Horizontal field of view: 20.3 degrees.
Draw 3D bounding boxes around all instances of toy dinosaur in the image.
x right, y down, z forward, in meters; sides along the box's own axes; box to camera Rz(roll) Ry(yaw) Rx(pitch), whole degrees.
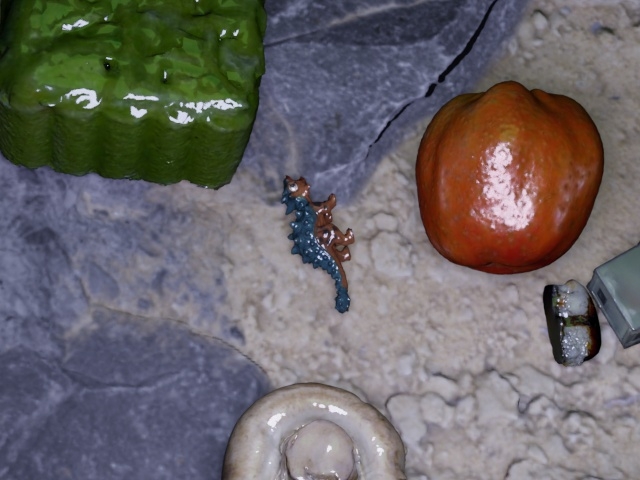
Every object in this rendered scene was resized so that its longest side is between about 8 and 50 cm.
[{"bbox_3d":[0.000,0.000,1.667,0.055,0.049,0.154,-13,61,-17],"label":"toy dinosaur"}]

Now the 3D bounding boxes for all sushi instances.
[{"bbox_3d":[0.238,0.075,1.669,0.046,0.044,0.083,-3,66,-9],"label":"sushi"}]

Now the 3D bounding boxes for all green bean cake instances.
[{"bbox_3d":[-0.177,-0.190,1.678,0.246,0.156,0.250,7,63,-7],"label":"green bean cake"}]

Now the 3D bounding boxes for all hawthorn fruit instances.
[{"bbox_3d":[0.171,-0.056,1.656,0.189,0.189,0.189,4,63,-7],"label":"hawthorn fruit"}]

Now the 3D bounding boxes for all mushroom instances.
[{"bbox_3d":[-0.002,0.200,1.524,0.166,0.127,0.166,6,66,-13],"label":"mushroom"}]

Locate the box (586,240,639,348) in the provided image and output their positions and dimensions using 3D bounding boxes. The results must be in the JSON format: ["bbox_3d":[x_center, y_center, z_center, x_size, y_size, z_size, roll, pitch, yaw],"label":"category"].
[{"bbox_3d":[0.297,0.053,1.684,0.063,0.060,0.085,-25,71,-14],"label":"box"}]
